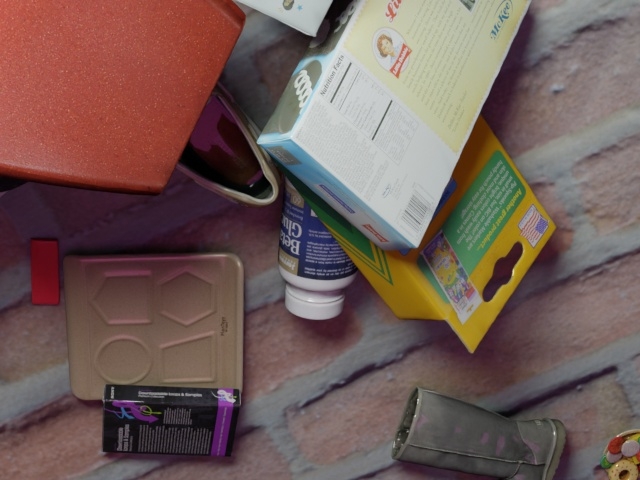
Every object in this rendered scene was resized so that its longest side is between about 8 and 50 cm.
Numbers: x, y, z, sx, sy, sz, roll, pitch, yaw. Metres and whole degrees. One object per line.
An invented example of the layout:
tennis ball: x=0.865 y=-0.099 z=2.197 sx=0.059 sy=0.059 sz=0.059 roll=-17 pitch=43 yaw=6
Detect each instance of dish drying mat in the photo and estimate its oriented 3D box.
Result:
dish drying mat: x=-0.317 y=0.036 z=1.437 sx=0.032 sy=0.008 sz=0.083 roll=1 pitch=116 yaw=-7

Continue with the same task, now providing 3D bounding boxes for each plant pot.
plant pot: x=-0.221 y=-0.182 z=1.125 sx=0.235 sy=0.267 sz=0.267 roll=25 pitch=100 yaw=-20

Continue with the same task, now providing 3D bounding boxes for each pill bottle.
pill bottle: x=0.000 y=0.000 z=1.413 sx=0.094 sy=0.094 sz=0.169 roll=2 pitch=115 yaw=-8

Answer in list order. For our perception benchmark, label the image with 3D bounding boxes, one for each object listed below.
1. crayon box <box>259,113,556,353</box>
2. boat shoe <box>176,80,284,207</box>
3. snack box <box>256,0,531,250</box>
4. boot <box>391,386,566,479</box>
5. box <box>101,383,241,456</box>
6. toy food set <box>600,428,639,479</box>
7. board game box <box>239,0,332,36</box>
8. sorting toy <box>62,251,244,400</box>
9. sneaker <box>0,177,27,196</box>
crayon box: x=0.102 y=-0.059 z=1.347 sx=0.323 sy=0.083 sz=0.203 roll=52 pitch=60 yaw=-24
boat shoe: x=-0.151 y=-0.146 z=1.308 sx=0.302 sy=0.103 sz=0.113 roll=38 pitch=95 yaw=-24
snack box: x=0.083 y=-0.175 z=1.245 sx=0.187 sy=0.060 sz=0.322 roll=40 pitch=65 yaw=-30
boot: x=0.192 y=0.288 z=1.590 sx=0.208 sy=0.076 sz=0.190 roll=8 pitch=100 yaw=-19
box: x=-0.182 y=0.218 z=1.508 sx=0.162 sy=0.029 sz=0.116 roll=3 pitch=139 yaw=-10
toy food set: x=0.410 y=0.284 z=1.646 sx=0.083 sy=0.020 sz=0.083 roll=-27 pitch=116 yaw=6
board game box: x=0.007 y=-0.373 z=1.164 sx=0.097 sy=0.224 sz=0.303 roll=22 pitch=111 yaw=-20
sorting toy: x=-0.195 y=0.099 z=1.472 sx=0.208 sy=0.038 sz=0.193 roll=1 pitch=115 yaw=-3
sneaker: x=-0.376 y=-0.086 z=1.316 sx=0.300 sy=0.121 sz=0.111 roll=-46 pitch=126 yaw=-7
